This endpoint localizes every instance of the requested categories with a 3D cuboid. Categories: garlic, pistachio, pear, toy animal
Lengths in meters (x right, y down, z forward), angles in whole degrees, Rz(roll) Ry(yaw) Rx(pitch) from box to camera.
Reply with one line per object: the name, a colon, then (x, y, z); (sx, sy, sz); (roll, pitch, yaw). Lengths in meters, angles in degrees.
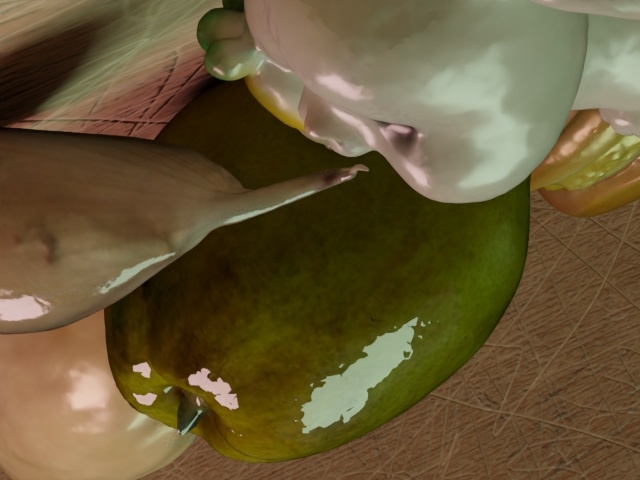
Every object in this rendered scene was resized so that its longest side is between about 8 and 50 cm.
garlic: (-0.117, -0.012, 0.902); (0.266, 0.128, 0.148); (12, -119, 39)
pistachio: (-0.183, 0.082, 1.447); (0.230, 0.230, 0.309); (-24, 178, -38)
pear: (0.000, 0.000, 1.183); (0.321, 0.269, 0.269); (-49, -176, -20)
toy animal: (0.081, -0.120, 0.831); (0.247, 0.183, 0.310); (-35, 167, 29)

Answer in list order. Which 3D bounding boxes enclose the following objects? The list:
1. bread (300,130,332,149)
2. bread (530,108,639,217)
bread: (0.036, -0.124, 1.041); (0.157, 0.083, 0.094); (-43, 170, 11)
bread: (0.281, -0.130, 1.661); (0.270, 0.211, 0.315); (-22, 170, -42)
